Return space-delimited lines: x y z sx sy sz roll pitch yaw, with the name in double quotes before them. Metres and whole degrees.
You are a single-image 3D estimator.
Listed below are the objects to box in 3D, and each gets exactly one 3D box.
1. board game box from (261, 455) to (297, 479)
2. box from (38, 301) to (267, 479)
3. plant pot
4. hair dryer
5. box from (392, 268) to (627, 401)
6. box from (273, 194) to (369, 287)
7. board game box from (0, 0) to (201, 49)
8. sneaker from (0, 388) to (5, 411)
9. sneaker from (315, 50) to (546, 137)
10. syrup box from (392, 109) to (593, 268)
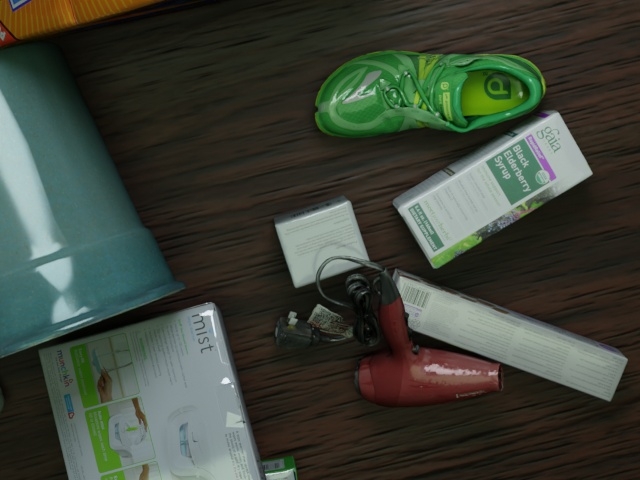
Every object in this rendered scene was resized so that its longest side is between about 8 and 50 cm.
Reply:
"board game box" -0.128 0.461 1.947 0.242 0.064 0.316 -8 98 -2
"box" -0.204 0.235 1.843 0.231 0.127 0.262 -16 79 -2
"plant pot" -0.373 -0.040 1.749 0.341 0.341 0.334 -19 91 -1
"hair dryer" 0.096 0.138 1.853 0.294 0.223 0.080 22 57 -14
"box" 0.237 0.123 1.923 0.324 0.063 0.067 19 98 -6
"box" 0.000 0.000 1.873 0.101 0.102 0.087 -19 96 -1
"board game box" -0.171 -0.435 1.602 0.356 0.356 0.356 -21 101 -43
"sneaker" -0.509 0.182 1.886 0.215 0.084 0.083 22 109 -3
"sneaker" 0.138 -0.188 1.844 0.296 0.123 0.109 -8 99 -2
"syrup box" 0.218 -0.068 1.879 0.237 0.096 0.093 -31 98 2
